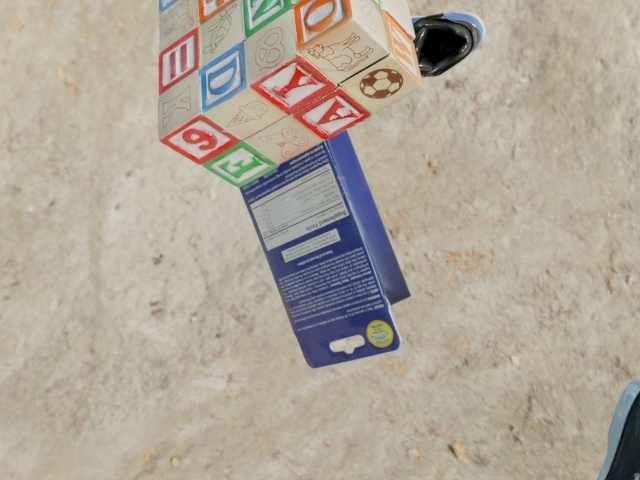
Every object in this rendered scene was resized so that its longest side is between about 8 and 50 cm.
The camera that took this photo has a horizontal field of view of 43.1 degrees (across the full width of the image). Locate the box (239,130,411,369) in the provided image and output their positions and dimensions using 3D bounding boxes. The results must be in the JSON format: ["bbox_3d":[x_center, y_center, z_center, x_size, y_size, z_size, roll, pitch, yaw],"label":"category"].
[{"bbox_3d":[0.000,0.000,0.739,0.136,0.036,0.225,-22,87,48],"label":"box"}]

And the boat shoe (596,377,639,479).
[{"bbox_3d":[0.457,0.352,1.173,0.091,0.114,0.303,23,117,43],"label":"boat shoe"}]

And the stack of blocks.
[{"bbox_3d":[-0.037,-0.212,0.633,0.171,0.087,0.297,-26,55,28],"label":"stack of blocks"}]

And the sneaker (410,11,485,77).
[{"bbox_3d":[0.084,-0.194,0.807,0.152,0.058,0.084,-2,20,19],"label":"sneaker"}]
